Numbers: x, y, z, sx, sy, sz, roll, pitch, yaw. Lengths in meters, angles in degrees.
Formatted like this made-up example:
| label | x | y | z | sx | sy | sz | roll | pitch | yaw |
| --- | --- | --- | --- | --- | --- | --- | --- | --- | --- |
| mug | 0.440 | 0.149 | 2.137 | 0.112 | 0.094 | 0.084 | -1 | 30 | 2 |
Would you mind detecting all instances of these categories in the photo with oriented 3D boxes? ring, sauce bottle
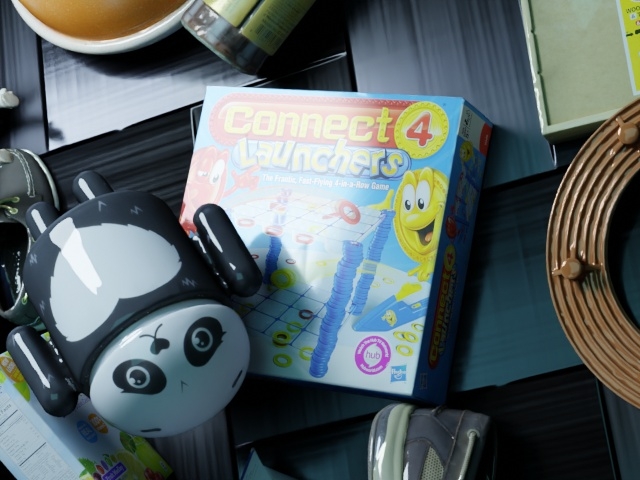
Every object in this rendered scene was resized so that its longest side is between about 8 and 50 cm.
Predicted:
| label | x | y | z | sx | sy | sz | roll | pitch | yaw |
| --- | --- | --- | --- | --- | --- | --- | --- | --- | --- |
| ring | 0.369 | 0.006 | 1.357 | 0.337 | 0.032 | 0.336 | -3 | 83 | 24 |
| sauce bottle | -0.009 | -0.341 | 1.615 | 0.344 | 0.111 | 0.111 | -50 | 61 | 5 |

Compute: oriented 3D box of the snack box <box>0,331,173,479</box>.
| label | x | y | z | sx | sy | sz | roll | pitch | yaw |
| --- | --- | --- | --- | --- | --- | --- | --- | --- | --- |
| snack box | -0.261 | 0.202 | 1.515 | 0.070 | 0.174 | 0.207 | -43 | 89 | 11 |

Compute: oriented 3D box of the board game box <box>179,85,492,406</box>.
| label | x | y | z | sx | sy | sz | roll | pitch | yaw |
| --- | --- | --- | --- | --- | --- | --- | --- | --- | --- |
| board game box | 0.000 | 0.000 | 1.530 | 0.308 | 0.086 | 0.301 | 5 | 79 | 27 |

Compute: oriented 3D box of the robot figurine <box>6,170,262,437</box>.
| label | x | y | z | sx | sy | sz | roll | pitch | yaw |
| --- | --- | --- | --- | --- | --- | --- | --- | --- | --- |
| robot figurine | -0.186 | 0.062 | 1.454 | 0.209 | 0.174 | 0.278 | -53 | 58 | 31 |

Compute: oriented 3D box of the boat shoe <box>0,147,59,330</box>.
| label | x | y | z | sx | sy | sz | roll | pitch | yaw |
| --- | --- | --- | --- | --- | --- | --- | --- | --- | --- |
| boat shoe | -0.351 | -0.010 | 1.716 | 0.081 | 0.069 | 0.227 | -20 | 69 | 21 |

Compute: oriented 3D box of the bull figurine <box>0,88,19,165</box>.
| label | x | y | z | sx | sy | sz | roll | pitch | yaw |
| --- | --- | --- | --- | --- | --- | --- | --- | --- | --- |
| bull figurine | -0.433 | -0.075 | 1.711 | 0.188 | 0.101 | 0.310 | -42 | 42 | 30 |

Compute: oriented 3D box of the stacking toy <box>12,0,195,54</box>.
| label | x | y | z | sx | sy | sz | roll | pitch | yaw |
| --- | --- | --- | --- | --- | --- | --- | --- | --- | --- |
| stacking toy | -0.315 | -0.433 | 1.577 | 0.351 | 0.480 | 0.350 | -7 | 73 | 24 |

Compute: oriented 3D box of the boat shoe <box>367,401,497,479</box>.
| label | x | y | z | sx | sy | sz | roll | pitch | yaw |
| --- | --- | --- | --- | --- | --- | --- | --- | --- | --- |
| boat shoe | 0.117 | 0.313 | 1.351 | 0.130 | 0.132 | 0.355 | -9 | 66 | 18 |

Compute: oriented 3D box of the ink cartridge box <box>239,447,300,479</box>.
| label | x | y | z | sx | sy | sz | roll | pitch | yaw |
| --- | --- | --- | --- | --- | --- | --- | --- | --- | --- |
| ink cartridge box | -0.029 | 0.339 | 1.385 | 0.332 | 0.065 | 0.165 | -129 | 57 | -65 |

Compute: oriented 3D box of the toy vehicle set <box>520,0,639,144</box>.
| label | x | y | z | sx | sy | sz | roll | pitch | yaw |
| --- | --- | --- | --- | --- | --- | --- | --- | --- | --- |
| toy vehicle set | 0.336 | -0.205 | 1.447 | 0.267 | 0.035 | 0.166 | -13 | 71 | 23 |
